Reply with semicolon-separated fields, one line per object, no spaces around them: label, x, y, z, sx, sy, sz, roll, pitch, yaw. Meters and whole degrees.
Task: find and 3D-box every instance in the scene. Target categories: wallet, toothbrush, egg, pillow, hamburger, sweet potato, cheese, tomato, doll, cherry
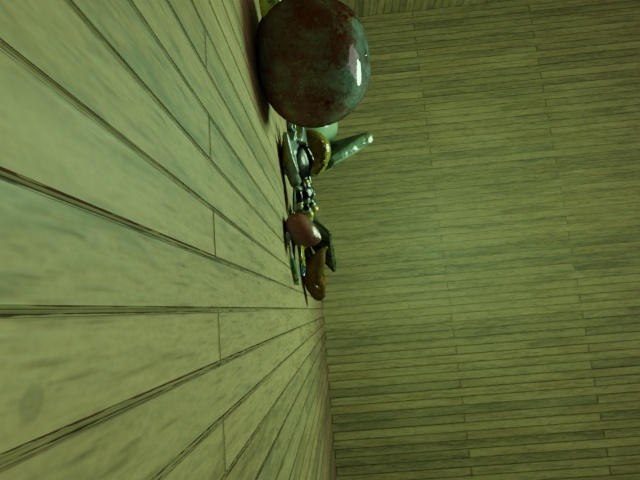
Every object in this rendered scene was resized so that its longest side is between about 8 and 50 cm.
wallet;0.043;-0.358;1.856;0.083;0.252;0.360;58;-20;-17
toothbrush;-0.088;0.065;1.381;0.257;0.018;0.024;83;6;-50
egg;-0.029;-0.478;1.829;0.283;0.203;0.203;-70;155;-79
pillow;0.000;0.000;1.814;0.208;0.052;0.212;48;-24;47
hamburger;-0.045;-0.314;1.626;0.177;0.185;0.113;45;10;-16
sweet potato;-0.026;0.155;1.827;0.095;0.106;0.354;54;-24;34
cheese;-0.064;-0.008;1.552;0.177;0.069;0.270;75;12;-77
tomato;-0.020;-0.446;1.111;0.316;0.282;0.317;1;90;-68
doll;-0.064;-0.229;1.431;0.145;0.103;0.316;-33;120;-38
cherry;-0.060;-0.034;1.331;0.126;0.087;0.106;55;6;33

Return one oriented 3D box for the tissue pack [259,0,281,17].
tissue pack;-0.140;-0.695;1.228;0.176;0.062;0.095;84;4;-48

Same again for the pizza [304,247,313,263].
pizza;-0.049;0.109;1.937;0.185;0.052;0.195;-111;-170;-71

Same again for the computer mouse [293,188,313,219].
computer mouse;-0.068;-0.136;1.744;0.231;0.079;0.128;-99;-175;-48
